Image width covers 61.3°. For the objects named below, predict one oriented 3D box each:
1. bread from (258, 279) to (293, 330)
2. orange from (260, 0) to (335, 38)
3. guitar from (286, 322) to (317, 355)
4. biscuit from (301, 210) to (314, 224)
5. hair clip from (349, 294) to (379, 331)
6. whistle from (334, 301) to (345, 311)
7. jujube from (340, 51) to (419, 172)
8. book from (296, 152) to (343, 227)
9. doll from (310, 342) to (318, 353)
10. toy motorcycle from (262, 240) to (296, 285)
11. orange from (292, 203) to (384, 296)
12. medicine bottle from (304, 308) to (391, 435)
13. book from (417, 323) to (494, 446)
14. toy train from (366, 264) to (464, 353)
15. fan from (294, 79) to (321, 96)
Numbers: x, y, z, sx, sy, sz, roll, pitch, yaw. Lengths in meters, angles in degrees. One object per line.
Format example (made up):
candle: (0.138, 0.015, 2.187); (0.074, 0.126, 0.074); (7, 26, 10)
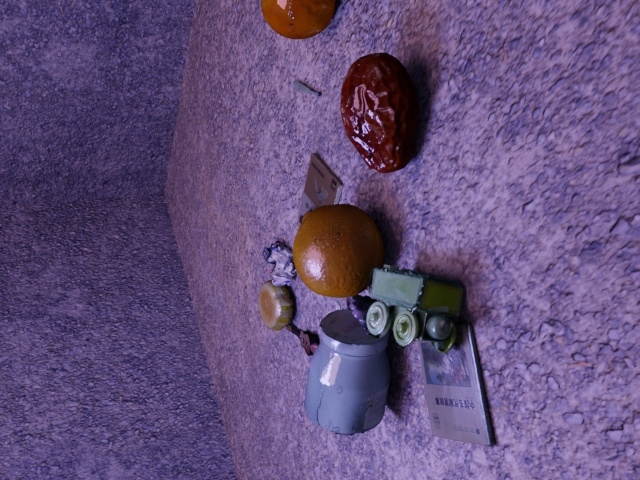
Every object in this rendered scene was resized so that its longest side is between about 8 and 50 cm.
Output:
bread: (-0.180, 0.266, 2.216); (0.213, 0.105, 0.213); (-1, 89, 55)
orange: (-0.066, -0.732, 1.635); (0.240, 0.240, 0.240); (24, 117, 60)
guitar: (-0.077, 0.373, 2.117); (0.271, 0.038, 0.083); (-158, 69, -65)
biscuit: (-0.005, 0.000, 1.839); (0.260, 0.041, 0.203); (25, 118, 61)
hair clip: (0.137, 0.201, 1.518); (0.195, 0.124, 0.052); (-68, 3, -74)
whistle: (0.068, 0.315, 1.787); (0.114, 0.077, 0.235); (-121, 29, -51)
jujube: (0.154, -0.314, 1.346); (0.197, 0.197, 0.290); (30, 137, 58)
book: (-0.009, -0.118, 1.885); (0.217, 0.021, 0.310); (55, 142, 43)
doll: (0.018, 0.488, 1.890); (0.262, 0.093, 0.211); (69, 158, 11)
toy motorcycle: (-0.162, 0.097, 2.164); (0.221, 0.102, 0.150); (43, 112, 48)
orange: (0.051, 0.029, 1.540); (0.274, 0.274, 0.274); (24, 117, 60)
medicine bottle: (0.084, 0.371, 1.570); (0.245, 0.245, 0.290); (41, 132, 53)
book: (0.325, 0.350, 1.336); (0.215, 0.025, 0.282); (-24, 73, 61)
toy train: (0.226, 0.165, 1.330); (0.272, 0.159, 0.188); (5, 84, 64)
fan: (-0.045, -0.519, 1.865); (0.193, 0.016, 0.038); (43, 136, 53)
